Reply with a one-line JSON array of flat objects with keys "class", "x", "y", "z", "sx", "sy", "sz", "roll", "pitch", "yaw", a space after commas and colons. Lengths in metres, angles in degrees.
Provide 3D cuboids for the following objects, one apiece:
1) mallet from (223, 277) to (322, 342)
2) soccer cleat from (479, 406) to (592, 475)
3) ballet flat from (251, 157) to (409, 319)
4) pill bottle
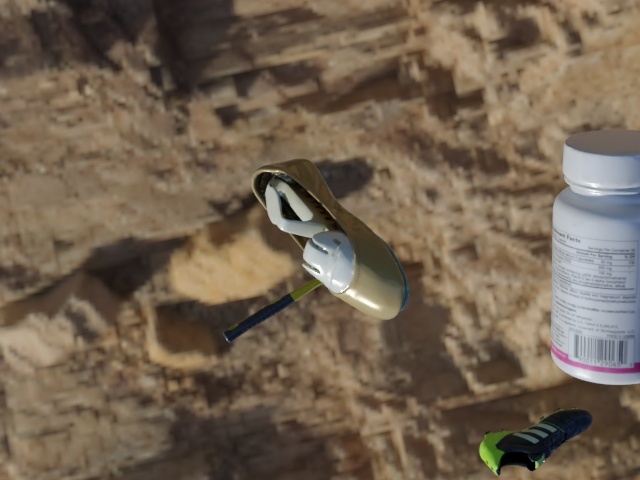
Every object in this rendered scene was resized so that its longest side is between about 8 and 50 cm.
[{"class": "mallet", "x": -0.027, "y": 0.058, "z": 1.582, "sx": 0.189, "sy": 0.039, "sz": 0.062, "roll": -29, "pitch": -162, "yaw": 4}, {"class": "soccer cleat", "x": 0.320, "y": 0.296, "z": 2.020, "sx": 0.179, "sy": 0.072, "sz": 0.060, "roll": -16, "pitch": 133, "yaw": -10}, {"class": "ballet flat", "x": 0.000, "y": 0.000, "z": 1.339, "sx": 0.073, "sy": 0.232, "sz": 0.080, "roll": 1, "pitch": 123, "yaw": -33}, {"class": "pill bottle", "x": 0.361, "y": 0.017, "z": 1.682, "sx": 0.160, "sy": 0.283, "sz": 0.160, "roll": -2, "pitch": -163, "yaw": 0}]
